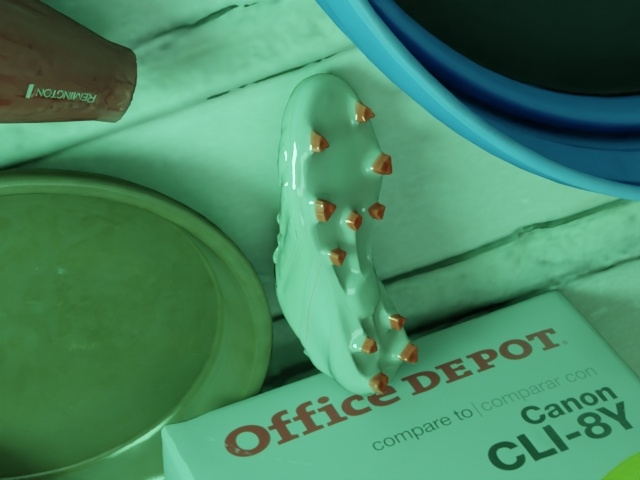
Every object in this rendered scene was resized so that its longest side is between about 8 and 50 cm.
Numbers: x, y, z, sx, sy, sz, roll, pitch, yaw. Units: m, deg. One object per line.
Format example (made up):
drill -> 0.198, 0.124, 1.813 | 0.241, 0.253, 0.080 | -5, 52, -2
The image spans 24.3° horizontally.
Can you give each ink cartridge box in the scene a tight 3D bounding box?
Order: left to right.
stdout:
ink cartridge box -> 0.108, 0.231, 0.798 | 0.279, 0.384, 0.160 | -17, 133, -19

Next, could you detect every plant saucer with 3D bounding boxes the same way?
plant saucer -> -0.164, 0.064, 0.816 | 0.278, 0.041, 0.278 | -9, 133, -10

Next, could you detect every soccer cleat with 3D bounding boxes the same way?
soccer cleat -> 0.000, 0.000, 0.802 | 0.068, 0.076, 0.196 | -35, 128, -34

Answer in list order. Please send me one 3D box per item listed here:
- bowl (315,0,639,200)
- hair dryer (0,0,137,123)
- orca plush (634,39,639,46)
bowl -> 0.134, -0.212, 0.533 | 0.391, 0.077, 0.391 | -6, 105, -24
hair dryer -> -0.165, -0.141, 0.600 | 0.224, 0.080, 0.293 | -27, 134, 5
orca plush -> 0.041, -0.172, 0.625 | 0.287, 0.102, 0.151 | 24, 124, -6
